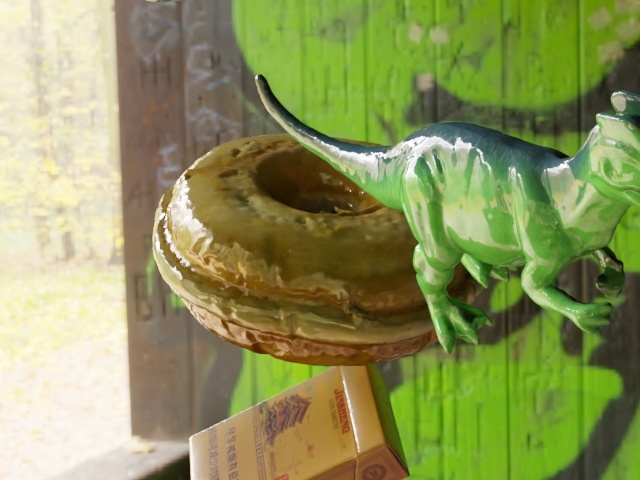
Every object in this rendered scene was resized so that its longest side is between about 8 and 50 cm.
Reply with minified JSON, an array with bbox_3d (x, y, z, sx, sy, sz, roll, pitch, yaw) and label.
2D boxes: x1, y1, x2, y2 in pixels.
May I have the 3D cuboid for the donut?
[{"bbox_3d":[0.000,0.000,1.410,0.449,0.198,0.449,5,33,-3],"label":"donut"}]

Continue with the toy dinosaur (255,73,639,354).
[{"bbox_3d":[0.096,-0.094,0.976,0.144,0.500,0.374,-38,-21,-25],"label":"toy dinosaur"}]

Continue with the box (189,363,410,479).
[{"bbox_3d":[-0.034,0.278,1.377,0.274,0.076,0.174,-27,35,10],"label":"box"}]
